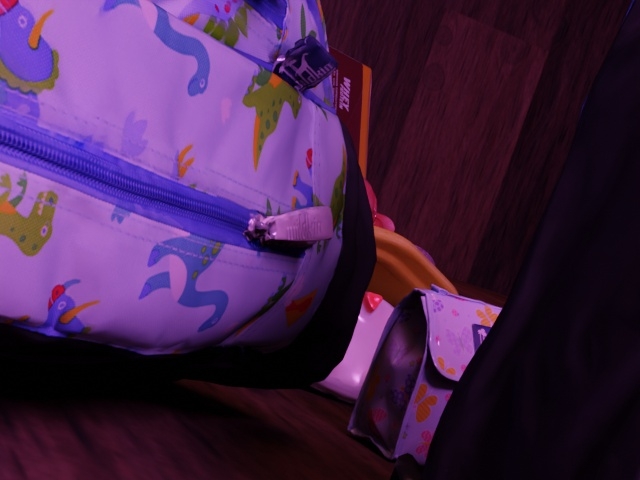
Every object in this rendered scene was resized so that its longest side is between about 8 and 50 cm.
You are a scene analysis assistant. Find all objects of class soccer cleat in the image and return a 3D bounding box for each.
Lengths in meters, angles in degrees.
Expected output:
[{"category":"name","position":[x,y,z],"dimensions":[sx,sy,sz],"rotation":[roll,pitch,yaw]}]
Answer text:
[{"category":"soccer cleat","position":[0.047,0.072,0.823],"dimensions":[0.196,0.068,0.076],"rotation":[10,-22,-31]}]

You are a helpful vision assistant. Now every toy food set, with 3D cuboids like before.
[{"category":"toy food set","position":[0.000,0.000,0.828],"dimensions":[0.128,0.071,0.218],"rotation":[-16,-31,21]}]

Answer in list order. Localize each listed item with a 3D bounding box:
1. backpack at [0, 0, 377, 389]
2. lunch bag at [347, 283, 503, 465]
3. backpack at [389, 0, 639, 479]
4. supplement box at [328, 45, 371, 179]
[{"category":"backpack","position":[-0.143,-0.064,0.501],"dimensions":[0.290,0.273,0.355],"rotation":[25,15,21]},{"category":"lunch bag","position":[0.063,0.068,0.679],"dimensions":[0.071,0.083,0.053],"rotation":[19,3,-33]},{"category":"backpack","position":[0.195,0.045,0.413],"dimensions":[0.263,0.276,0.213],"rotation":[26,4,-33]},{"category":"supplement box","position":[-0.058,-0.069,1.159],"dimensions":[0.129,0.191,0.194],"rotation":[0,-6,27]}]
